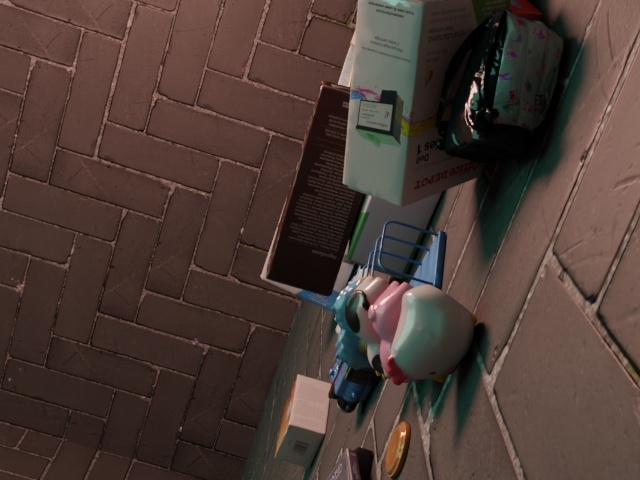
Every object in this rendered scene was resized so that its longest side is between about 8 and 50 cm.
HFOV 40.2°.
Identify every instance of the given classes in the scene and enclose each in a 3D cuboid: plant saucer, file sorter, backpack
[{"bbox_3d":[0.111,0.305,1.278,0.083,0.013,0.083,-162,90,-86],"label":"plant saucer"},{"bbox_3d":[0.124,0.067,1.435,0.170,0.104,0.118,113,172,-48],"label":"file sorter"},{"bbox_3d":[0.228,-0.192,1.098,0.152,0.115,0.182,178,107,-70],"label":"backpack"}]

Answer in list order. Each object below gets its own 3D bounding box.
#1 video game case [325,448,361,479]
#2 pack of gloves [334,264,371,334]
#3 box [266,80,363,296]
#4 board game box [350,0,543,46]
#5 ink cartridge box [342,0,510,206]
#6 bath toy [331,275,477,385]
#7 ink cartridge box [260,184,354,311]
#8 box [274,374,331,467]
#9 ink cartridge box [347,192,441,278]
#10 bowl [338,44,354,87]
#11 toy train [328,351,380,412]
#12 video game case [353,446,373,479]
[{"bbox_3d":[0.015,0.478,1.340,0.196,0.026,0.274,-61,14,20],"label":"video game case"},{"bbox_3d":[0.065,0.149,2.191,0.232,0.046,0.195,-166,92,-85],"label":"pack of gloves"},{"bbox_3d":[0.011,-0.106,1.688,0.191,0.143,0.381,-93,18,-78],"label":"box"},{"bbox_3d":[0.184,-0.332,1.382,0.316,0.064,0.242,55,139,36],"label":"board game box"},{"bbox_3d":[0.146,-0.208,1.216,0.201,0.117,0.278,-22,-54,-42],"label":"ink cartridge box"},{"bbox_3d":[0.107,0.137,1.213,0.129,0.151,0.348,-53,9,-10],"label":"bath toy"},{"bbox_3d":[0.000,0.000,2.299,0.129,0.223,0.307,-54,-13,-56],"label":"ink cartridge box"},{"bbox_3d":[-0.041,0.433,2.105,0.170,0.091,0.130,-80,9,-56],"label":"box"},{"bbox_3d":[0.143,-0.097,1.696,0.289,0.122,0.211,-81,9,-61],"label":"ink cartridge box"},{"bbox_3d":[0.111,-0.278,1.898,0.289,0.156,0.289,-167,90,-84],"label":"bowl"},{"bbox_3d":[0.067,0.245,1.640,0.105,0.080,0.184,-88,15,-52],"label":"toy train"},{"bbox_3d":[0.017,0.513,1.491,0.275,0.035,0.248,116,171,-56],"label":"video game case"}]
